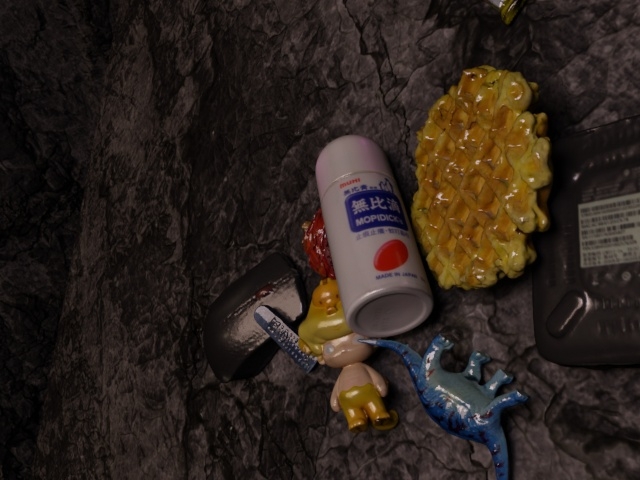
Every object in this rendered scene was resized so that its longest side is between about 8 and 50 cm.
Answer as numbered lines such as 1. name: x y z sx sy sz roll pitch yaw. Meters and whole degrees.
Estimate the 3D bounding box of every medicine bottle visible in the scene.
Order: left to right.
1. medicine bottle: 0.072 -0.026 1.032 0.130 0.130 0.341 -44 40 33

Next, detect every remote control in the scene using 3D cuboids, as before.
1. remote control: -0.060 0.170 1.187 0.152 0.027 0.044 42 100 23

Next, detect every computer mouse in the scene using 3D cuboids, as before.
1. computer mouse: -0.144 0.153 1.288 0.295 0.087 0.168 -49 49 27

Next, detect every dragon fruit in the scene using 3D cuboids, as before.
1. dragon fruit: 0.000 0.000 1.172 0.106 0.083 0.162 -2 79 53

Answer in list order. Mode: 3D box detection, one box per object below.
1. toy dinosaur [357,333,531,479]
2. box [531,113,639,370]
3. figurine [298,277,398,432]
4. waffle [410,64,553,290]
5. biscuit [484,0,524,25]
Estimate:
1. toy dinosaur: 0.189 0.201 0.873 0.329 0.076 0.144 48 112 28
2. box: 0.363 -0.004 0.729 0.290 0.073 0.289 -12 70 50
3. figurine: 0.047 0.169 1.025 0.156 0.131 0.247 -17 59 9
4. waffle: 0.207 -0.083 0.896 0.325 0.068 0.302 158 116 -66
5. biscuit: 0.233 -0.432 1.066 0.048 0.026 0.292 -55 42 29
